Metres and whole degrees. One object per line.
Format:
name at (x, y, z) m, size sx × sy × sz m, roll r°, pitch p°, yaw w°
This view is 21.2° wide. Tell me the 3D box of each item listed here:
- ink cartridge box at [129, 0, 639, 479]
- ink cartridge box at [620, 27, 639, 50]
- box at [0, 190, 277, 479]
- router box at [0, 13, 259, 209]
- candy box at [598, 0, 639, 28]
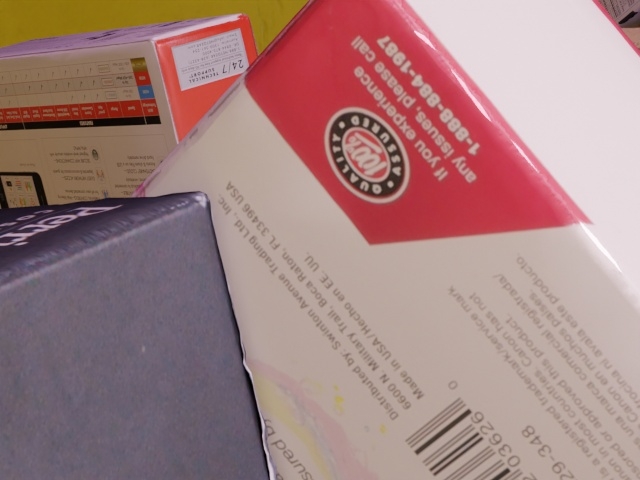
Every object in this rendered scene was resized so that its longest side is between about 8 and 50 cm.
ink cartridge box at (0.022, 0.052, 0.684) m, size 0.306 × 0.226 × 0.131 m, roll -42°, pitch -6°, yaw 38°
ink cartridge box at (0.156, -0.031, 1.006) m, size 0.235 × 0.088 × 0.193 m, roll 7°, pitch 54°, yaw 50°
box at (-0.324, 0.193, 0.583) m, size 0.472 × 0.297 × 0.480 m, roll -3°, pitch 15°, yaw 34°
router box at (-0.145, -0.010, 1.321) m, size 0.082 × 0.301 × 0.335 m, roll -21°, pitch 15°, yaw -33°
candy box at (0.408, -0.299, 1.827) m, size 0.159 × 0.071 × 0.233 m, roll -13°, pitch -9°, yaw -18°
